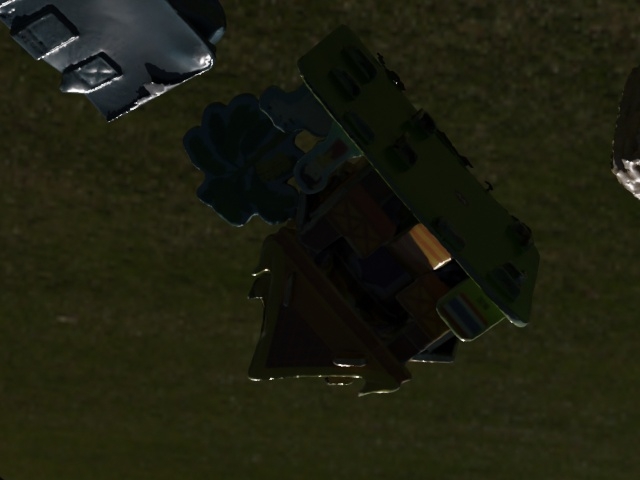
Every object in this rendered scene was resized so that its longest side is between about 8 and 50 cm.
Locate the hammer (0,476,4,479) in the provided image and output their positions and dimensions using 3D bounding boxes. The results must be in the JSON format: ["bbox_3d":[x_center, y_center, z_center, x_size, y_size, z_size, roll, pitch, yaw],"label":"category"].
[{"bbox_3d":[-0.281,0.283,1.329,0.178,0.065,0.021,37,121,13],"label":"hammer"}]

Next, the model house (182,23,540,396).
[{"bbox_3d":[0.000,0.000,1.364,0.313,0.242,0.358,-39,98,19],"label":"model house"}]

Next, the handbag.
[{"bbox_3d":[-0.211,-0.216,1.183,0.179,0.062,0.229,-22,129,33],"label":"handbag"}]

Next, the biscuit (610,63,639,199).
[{"bbox_3d":[0.445,-0.010,1.335,0.426,0.144,0.078,37,141,-25],"label":"biscuit"}]
